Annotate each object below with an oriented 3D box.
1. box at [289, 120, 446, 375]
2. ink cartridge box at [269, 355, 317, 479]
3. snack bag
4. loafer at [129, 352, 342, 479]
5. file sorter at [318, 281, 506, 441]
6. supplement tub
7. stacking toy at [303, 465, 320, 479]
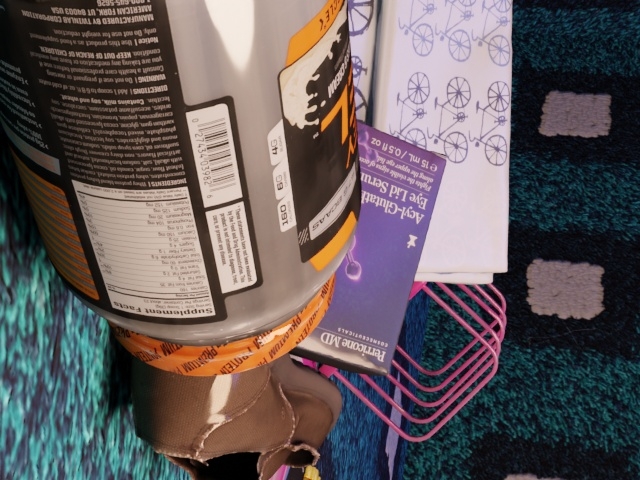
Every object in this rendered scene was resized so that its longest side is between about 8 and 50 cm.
[{"bbox_3d":[0.000,0.000,1.086,0.108,0.153,0.207,1,-106,61],"label":"box"},{"bbox_3d":[-0.052,0.199,1.315,0.371,0.069,0.176,-76,166,-52],"label":"ink cartridge box"},{"bbox_3d":[0.055,-0.119,1.199,0.037,0.342,0.323,4,-89,56],"label":"snack bag"},{"bbox_3d":[-0.081,0.144,1.006,0.366,0.134,0.130,54,52,-67],"label":"loafer"},{"bbox_3d":[0.155,0.139,1.830,0.202,0.182,0.291,-46,-178,18],"label":"file sorter"},{"bbox_3d":[-0.077,-0.079,0.676,0.316,0.193,0.193,84,15,-47],"label":"supplement tub"},{"bbox_3d":[-0.027,0.396,1.556,0.221,0.052,0.167,79,19,-59],"label":"stacking toy"}]
